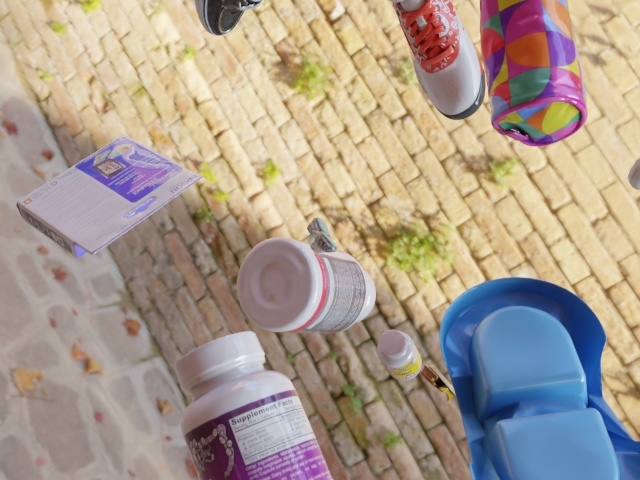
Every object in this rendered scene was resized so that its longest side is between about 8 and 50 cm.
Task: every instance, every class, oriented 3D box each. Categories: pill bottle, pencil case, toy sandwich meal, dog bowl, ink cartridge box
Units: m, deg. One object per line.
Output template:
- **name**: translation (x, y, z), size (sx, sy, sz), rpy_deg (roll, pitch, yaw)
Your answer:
- **pill bottle**: translation (-0.011, 0.098, 1.511), size (0.318, 0.176, 0.176), rpy_deg (15, 44, -61)
- **pencil case**: translation (0.213, -0.216, 0.792), size (0.104, 0.104, 0.236), rpy_deg (36, 46, -53)
- **toy sandwich meal**: translation (0.228, 0.273, 1.456), size (0.085, 0.029, 0.085), rpy_deg (48, -1, 1)
- **pill bottle**: translation (-0.091, 0.286, 1.039), size (0.301, 0.169, 0.169), rpy_deg (65, 16, 16)
- **dog bowl**: translation (0.214, 0.173, 0.746), size (0.074, 0.166, 0.297), rpy_deg (82, 1, -47)
- **pill bottle**: translation (0.091, 0.132, 0.885), size (0.043, 0.043, 0.083), rpy_deg (66, 4, 31)
- **ink cartridge box**: translation (-0.308, -0.062, 1.123), size (0.208, 0.206, 0.045), rpy_deg (27, -36, 36)

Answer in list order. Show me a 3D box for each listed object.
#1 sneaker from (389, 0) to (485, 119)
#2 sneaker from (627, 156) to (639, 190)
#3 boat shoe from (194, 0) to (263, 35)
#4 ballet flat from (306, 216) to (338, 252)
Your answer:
- **sneaker**: translation (0.127, -0.292, 0.987), size (0.145, 0.090, 0.270), rpy_deg (11, 63, -54)
- **sneaker**: translation (0.590, -0.111, 1.172), size (0.080, 0.212, 0.094), rpy_deg (45, 36, -43)
- **boat shoe**: translation (-0.166, -0.520, 1.528), size (0.119, 0.121, 0.335), rpy_deg (49, -31, 12)
- **ballet flat**: translation (0.000, 0.000, 1.210), size (0.041, 0.041, 0.114), rpy_deg (50, 6, -24)
